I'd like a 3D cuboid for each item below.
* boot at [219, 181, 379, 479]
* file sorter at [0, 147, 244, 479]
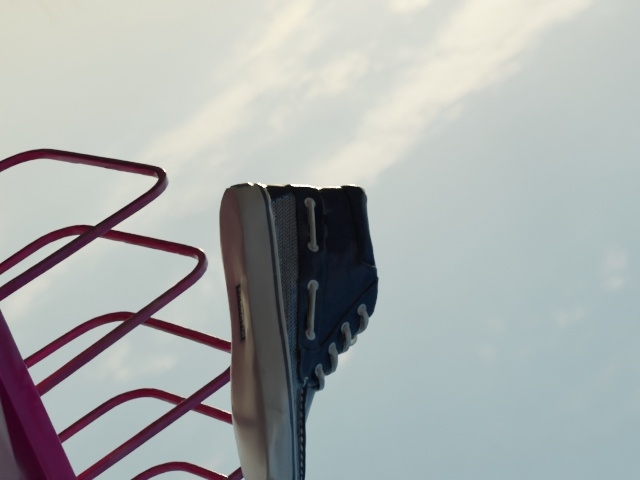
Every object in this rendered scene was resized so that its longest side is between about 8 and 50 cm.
[{"bbox_3d":[-0.005,0.059,1.041,0.086,0.190,0.069,-3,176,-20],"label":"boot"},{"bbox_3d":[-0.161,0.104,1.197,0.182,0.291,0.202,-35,-151,-31],"label":"file sorter"}]
